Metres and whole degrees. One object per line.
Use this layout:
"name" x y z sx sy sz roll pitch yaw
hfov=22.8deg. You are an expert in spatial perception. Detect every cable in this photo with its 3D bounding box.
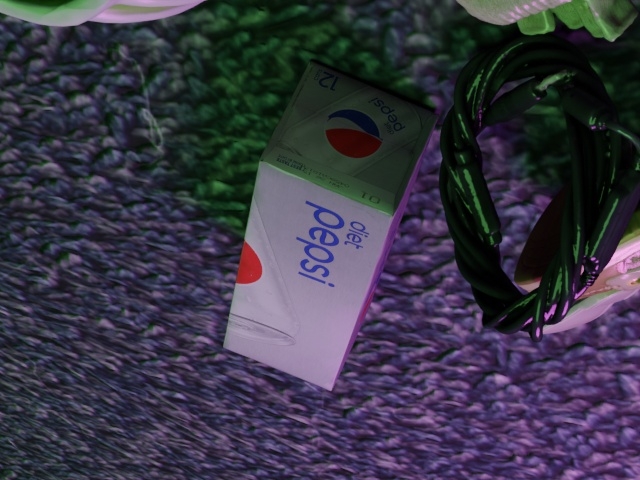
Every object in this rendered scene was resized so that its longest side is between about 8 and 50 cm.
"cable" 0.117 -0.028 0.945 0.150 0.047 0.184 48 135 35

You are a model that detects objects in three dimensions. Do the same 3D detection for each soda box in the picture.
"soda box" 0.000 0.000 1.137 0.098 0.091 0.286 23 151 3

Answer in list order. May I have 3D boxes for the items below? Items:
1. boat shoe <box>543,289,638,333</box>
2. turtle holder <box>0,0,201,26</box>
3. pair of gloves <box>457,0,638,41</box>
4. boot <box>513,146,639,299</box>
"boat shoe" 0.181 0.036 1.119 0.046 0.038 0.125 -13 166 -20
"turtle holder" -0.073 -0.230 0.665 0.243 0.227 0.320 39 141 -17
"pair of gloves" 0.137 -0.176 0.800 0.240 0.042 0.204 -4 140 42
"boot" 0.261 0.018 0.978 0.203 0.095 0.262 32 147 -17
